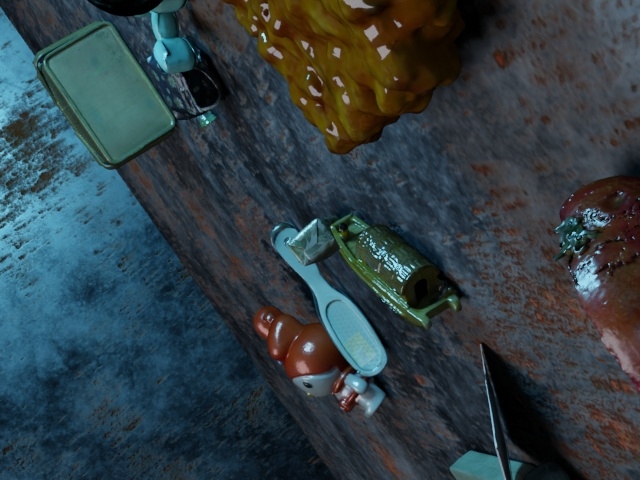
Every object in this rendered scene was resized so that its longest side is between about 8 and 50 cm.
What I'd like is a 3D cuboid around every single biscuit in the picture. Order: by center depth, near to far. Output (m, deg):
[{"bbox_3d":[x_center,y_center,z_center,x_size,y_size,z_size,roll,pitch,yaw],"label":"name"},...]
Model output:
[{"bbox_3d":[-0.009,-0.231,0.751,0.312,0.110,0.318,56,165,-1],"label":"biscuit"}]

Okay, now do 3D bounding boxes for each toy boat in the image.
[{"bbox_3d":[0.085,0.028,1.152,0.226,0.068,0.088,44,159,45],"label":"toy boat"}]

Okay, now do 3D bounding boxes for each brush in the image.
[{"bbox_3d":[0.016,0.094,1.553,0.297,0.068,0.060,56,-172,9],"label":"brush"}]

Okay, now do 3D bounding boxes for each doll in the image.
[{"bbox_3d":[-0.224,-0.316,1.303,0.158,0.059,0.159,27,129,61],"label":"doll"},{"bbox_3d":[-0.007,0.218,1.745,0.290,0.130,0.161,37,169,8],"label":"doll"}]

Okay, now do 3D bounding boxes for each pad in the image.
[{"bbox_3d":[0.224,0.252,1.162,0.156,0.004,0.232,-89,-16,-45],"label":"pad"}]

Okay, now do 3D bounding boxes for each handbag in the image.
[{"bbox_3d":[-0.183,-0.233,1.377,0.139,0.072,0.115,21,141,57],"label":"handbag"}]

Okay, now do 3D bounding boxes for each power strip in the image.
[{"bbox_3d":[0.263,0.366,1.391,0.093,0.053,0.288,54,165,-1],"label":"power strip"}]

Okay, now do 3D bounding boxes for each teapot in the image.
[{"bbox_3d":[-0.215,-0.232,1.539,0.111,0.043,0.043,52,166,-1],"label":"teapot"}]

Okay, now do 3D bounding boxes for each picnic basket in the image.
[{"bbox_3d":[-0.421,-0.281,1.830,0.267,0.165,0.139,57,164,-14],"label":"picnic basket"}]

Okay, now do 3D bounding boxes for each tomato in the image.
[{"bbox_3d":[0.241,0.033,0.614,0.173,0.099,0.189,43,-151,-16],"label":"tomato"}]

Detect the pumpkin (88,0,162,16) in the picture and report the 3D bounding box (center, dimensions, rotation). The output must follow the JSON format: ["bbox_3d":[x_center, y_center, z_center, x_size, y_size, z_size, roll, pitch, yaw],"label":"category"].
[{"bbox_3d":[-0.253,-0.370,1.141,0.202,0.140,0.202,63,178,3],"label":"pumpkin"}]

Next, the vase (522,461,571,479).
[{"bbox_3d":[0.324,0.352,1.094,0.219,0.096,0.096,42,162,48],"label":"vase"}]

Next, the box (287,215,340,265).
[{"bbox_3d":[0.000,0.000,1.284,0.045,0.062,0.098,51,-166,9],"label":"box"}]
